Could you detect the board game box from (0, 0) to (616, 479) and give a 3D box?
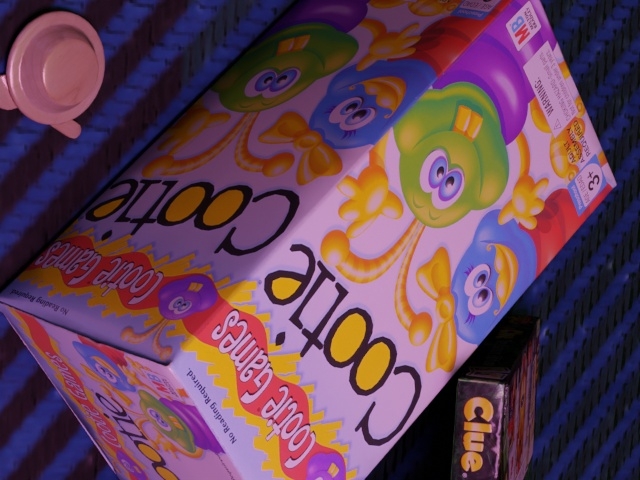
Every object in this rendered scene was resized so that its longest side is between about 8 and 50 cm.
[{"bbox_3d":[0.000,0.000,0.995,0.275,0.142,0.144,-47,129,-24],"label":"board game box"}]

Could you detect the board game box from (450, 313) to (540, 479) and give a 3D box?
[{"bbox_3d":[0.098,0.123,1.090,0.260,0.030,0.136,-29,125,-78],"label":"board game box"}]

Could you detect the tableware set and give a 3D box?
[{"bbox_3d":[-0.139,-0.129,0.914,0.141,0.020,0.168,23,87,-42],"label":"tableware set"}]
